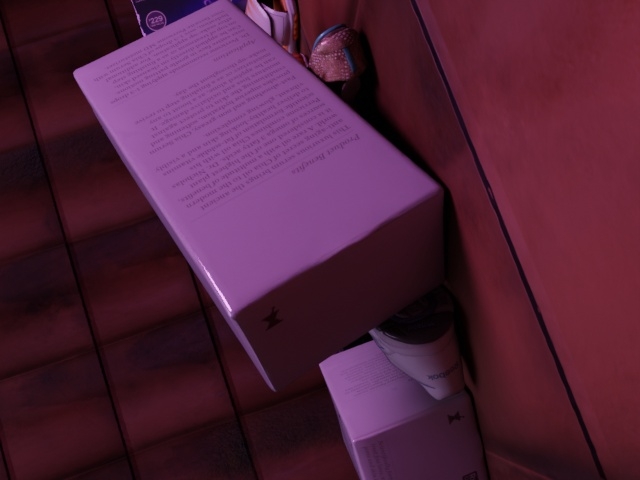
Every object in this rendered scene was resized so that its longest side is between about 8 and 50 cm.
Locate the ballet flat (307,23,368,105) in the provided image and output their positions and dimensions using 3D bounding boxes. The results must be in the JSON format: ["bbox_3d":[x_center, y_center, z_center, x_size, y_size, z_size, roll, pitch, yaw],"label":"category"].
[{"bbox_3d":[0.014,-0.191,0.785,0.067,0.073,0.206,63,177,-1],"label":"ballet flat"}]

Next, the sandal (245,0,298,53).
[{"bbox_3d":[-0.084,-0.366,1.106,0.265,0.076,0.102,86,164,-68],"label":"sandal"}]

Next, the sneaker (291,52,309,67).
[{"bbox_3d":[-0.075,-0.257,1.137,0.064,0.067,0.175,63,148,31],"label":"sneaker"}]

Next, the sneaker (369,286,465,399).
[{"bbox_3d":[0.089,0.095,0.818,0.297,0.111,0.129,-120,7,-68],"label":"sneaker"}]

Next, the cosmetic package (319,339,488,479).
[{"bbox_3d":[0.104,0.237,0.853,0.184,0.151,0.151,-122,14,-66],"label":"cosmetic package"}]

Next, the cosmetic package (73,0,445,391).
[{"bbox_3d":[-0.085,-0.082,0.755,0.453,0.230,0.161,50,165,37],"label":"cosmetic package"}]

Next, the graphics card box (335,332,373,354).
[{"bbox_3d":[0.051,0.156,1.412,0.371,0.094,0.233,-118,12,-55],"label":"graphics card box"}]

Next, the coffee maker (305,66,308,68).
[{"bbox_3d":[-0.048,-0.153,1.012,0.171,0.120,0.178,56,-142,-55],"label":"coffee maker"}]

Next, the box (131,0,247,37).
[{"bbox_3d":[-0.229,-0.438,1.325,0.103,0.261,0.184,-171,62,-84],"label":"box"}]
